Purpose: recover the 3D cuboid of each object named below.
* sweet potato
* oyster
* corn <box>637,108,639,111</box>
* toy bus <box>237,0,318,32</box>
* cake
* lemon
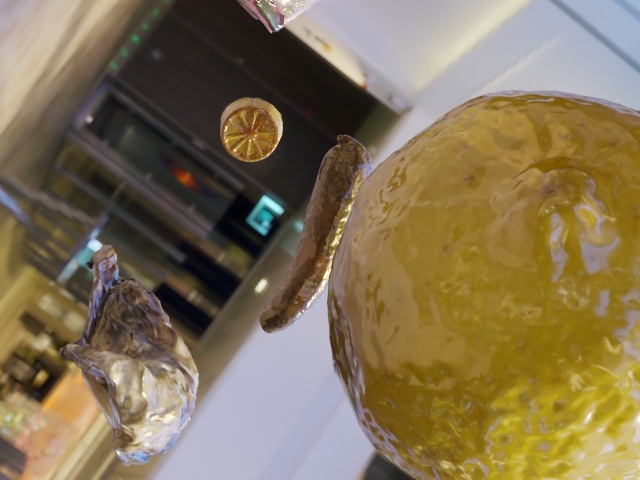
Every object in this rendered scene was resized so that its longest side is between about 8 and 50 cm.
[{"bbox_3d":[0.000,0.000,1.565,0.075,0.075,0.273,-117,-131,-82],"label":"sweet potato"},{"bbox_3d":[-0.171,0.117,1.154,0.100,0.275,0.271,-22,-132,-6],"label":"oyster"},{"bbox_3d":[0.324,-0.084,1.174,0.244,0.093,0.093,-23,-167,9],"label":"corn"},{"bbox_3d":[0.003,-0.385,1.582,0.274,0.112,0.090,-36,-145,-7],"label":"toy bus"},{"bbox_3d":[-0.092,-0.145,1.615,0.084,0.084,0.044,-50,-164,21],"label":"cake"},{"bbox_3d":[0.128,0.044,0.731,0.253,0.253,0.310,-55,167,-16],"label":"lemon"}]
